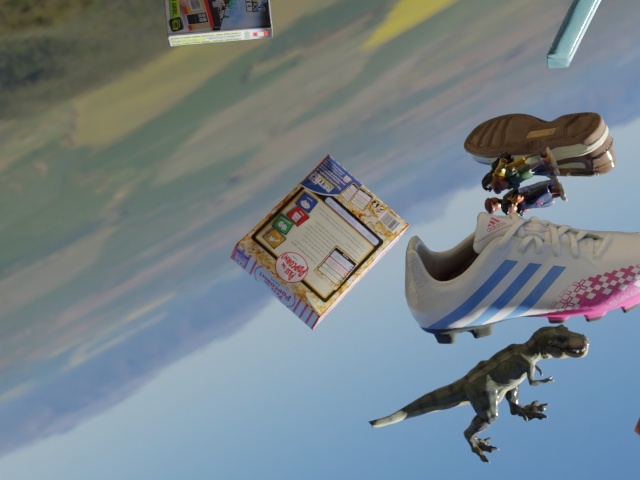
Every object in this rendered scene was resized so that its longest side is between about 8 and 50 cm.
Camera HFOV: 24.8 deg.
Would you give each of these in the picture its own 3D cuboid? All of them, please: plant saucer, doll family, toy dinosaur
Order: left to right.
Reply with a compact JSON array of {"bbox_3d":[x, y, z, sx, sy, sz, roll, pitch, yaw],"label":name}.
[{"bbox_3d":[0.199,0.186,1.704,0.268,0.118,0.064,-28,-152,9],"label":"toy dinosaur"},{"bbox_3d":[0.277,-0.074,2.025,0.111,0.076,0.193,-21,147,7],"label":"doll family"},{"bbox_3d":[0.217,-0.216,1.083,0.192,0.018,0.067,-63,171,3],"label":"plant saucer"}]

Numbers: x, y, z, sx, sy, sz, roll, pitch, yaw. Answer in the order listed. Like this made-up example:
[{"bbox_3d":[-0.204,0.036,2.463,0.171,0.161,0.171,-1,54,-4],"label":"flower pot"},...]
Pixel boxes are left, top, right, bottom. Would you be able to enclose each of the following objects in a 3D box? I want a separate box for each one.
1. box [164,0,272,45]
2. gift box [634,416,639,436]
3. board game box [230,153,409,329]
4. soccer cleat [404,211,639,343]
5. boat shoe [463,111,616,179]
[{"bbox_3d":[-0.117,-0.317,1.569,0.114,0.206,0.036,-6,171,-3],"label":"box"},{"bbox_3d":[0.415,0.136,1.126,0.255,0.258,0.276,-82,-164,-83],"label":"gift box"},{"bbox_3d":[0.000,0.000,1.909,0.193,0.147,0.045,-45,172,-28],"label":"board game box"},{"bbox_3d":[0.257,0.024,1.714,0.331,0.143,0.116,-14,-157,8],"label":"soccer cleat"},{"bbox_3d":[0.321,-0.124,2.130,0.257,0.095,0.095,6,-130,52],"label":"boat shoe"}]
